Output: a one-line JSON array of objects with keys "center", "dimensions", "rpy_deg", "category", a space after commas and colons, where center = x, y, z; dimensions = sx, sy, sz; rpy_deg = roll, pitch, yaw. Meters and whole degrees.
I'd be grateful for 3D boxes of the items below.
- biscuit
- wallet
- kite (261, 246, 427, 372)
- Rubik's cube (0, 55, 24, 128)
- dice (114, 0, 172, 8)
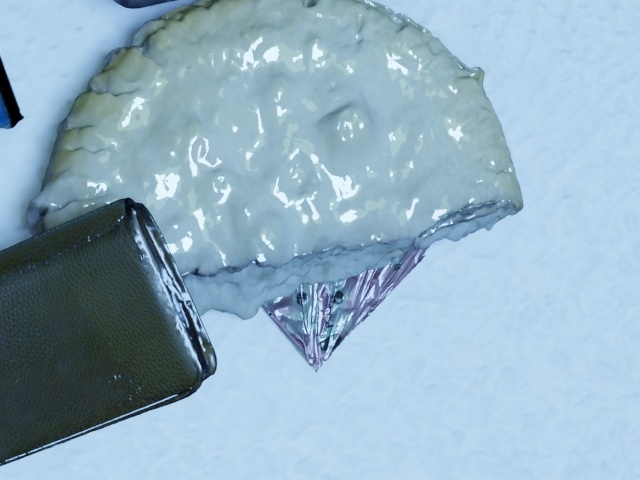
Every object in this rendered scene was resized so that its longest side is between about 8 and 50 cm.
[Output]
[{"center": [-0.040, -0.050, 1.031], "dimensions": [0.281, 0.084, 0.179], "rpy_deg": [-18, 89, -8], "category": "biscuit"}, {"center": [-0.161, 0.060, 0.980], "dimensions": [0.198, 0.031, 0.110], "rpy_deg": [-22, 98, 18], "category": "wallet"}, {"center": [0.000, 0.000, 1.090], "dimensions": [0.139, 0.011, 0.156], "rpy_deg": [-1, 91, -19], "category": "kite"}, {"center": [-0.252, -0.236, 0.934], "dimensions": [0.284, 0.250, 0.234], "rpy_deg": [10, 61, -22], "category": "Rubik's cube"}, {"center": [-0.050, -0.233, 0.985], "dimensions": [0.183, 0.181, 0.182], "rpy_deg": [-20, 95, -18], "category": "dice"}]
